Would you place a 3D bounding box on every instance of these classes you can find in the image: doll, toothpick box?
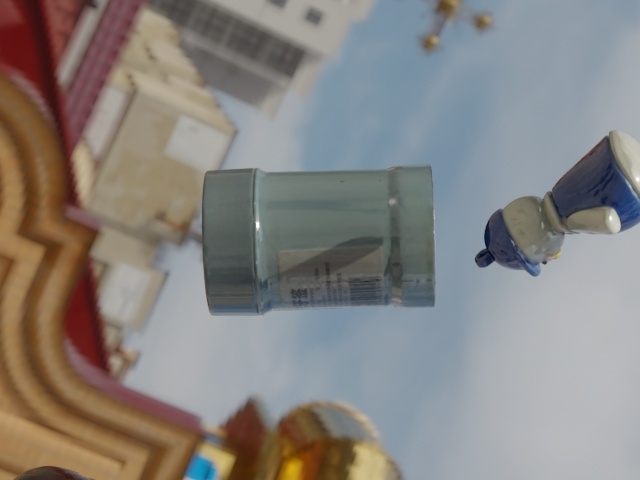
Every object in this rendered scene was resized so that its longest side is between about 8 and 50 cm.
[{"bbox_3d":[0.154,-0.021,1.051,0.143,0.057,0.099,-30,-158,16],"label":"doll"},{"bbox_3d":[0.000,0.000,1.186,0.101,0.153,0.101,-1,90,-88],"label":"toothpick box"}]

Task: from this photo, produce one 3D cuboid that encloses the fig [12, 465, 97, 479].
[{"bbox_3d":[-0.211,0.244,1.300,0.154,0.103,0.109,-65,-166,-17],"label":"fig"}]
